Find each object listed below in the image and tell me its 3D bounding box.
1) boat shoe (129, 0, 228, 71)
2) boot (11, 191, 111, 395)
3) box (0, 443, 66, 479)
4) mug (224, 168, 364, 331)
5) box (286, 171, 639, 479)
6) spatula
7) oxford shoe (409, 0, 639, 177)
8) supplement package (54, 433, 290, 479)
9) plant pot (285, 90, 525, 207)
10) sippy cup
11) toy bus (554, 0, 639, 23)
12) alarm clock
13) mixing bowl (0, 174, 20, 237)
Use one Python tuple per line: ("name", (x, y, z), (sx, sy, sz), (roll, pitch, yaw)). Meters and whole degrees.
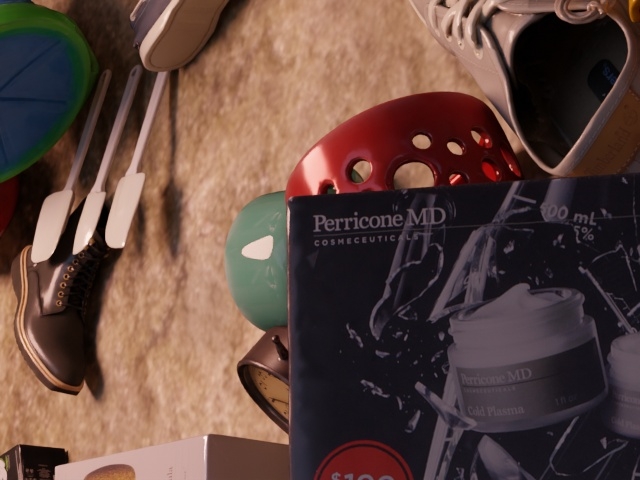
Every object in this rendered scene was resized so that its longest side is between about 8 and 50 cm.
("boat shoe", (-0.117, -0.280, 1.913), (0.254, 0.095, 0.079), (-52, 56, 40))
("boot", (-0.264, 0.052, 2.010), (0.137, 0.077, 0.198), (-43, 51, 28))
("box", (-0.319, 0.259, 2.020), (0.083, 0.062, 0.052), (-32, 58, 40))
("mug", (-0.006, 0.004, 1.664), (0.097, 0.129, 0.157), (-6, 86, 49))
("box", (0.157, 0.129, 1.272), (0.343, 0.179, 0.312), (-4, 72, 10))
("spatula", (-0.230, -0.093, 2.004), (0.168, 0.019, 0.242), (-13, 57, 48))
("oxford shoe", (0.162, -0.188, 1.527), (0.169, 0.130, 0.449), (-58, 42, 24))
("supplement package", (-0.128, 0.267, 1.735), (0.244, 0.134, 0.139), (-18, 66, 46))
("plant pot", (0.086, 0.003, 1.519), (0.191, 0.191, 0.174), (-42, 58, 35))
("sippy cup", (-0.403, -0.208, 2.026), (0.240, 0.305, 0.224), (-42, 61, 0))
("toy bus", (0.286, -0.221, 1.341), (0.202, 0.104, 0.191), (-42, 52, -12))
("alarm clock", (-0.011, 0.137, 1.655), (0.064, 0.129, 0.192), (-48, -3, -23))
("mixing bowl", (-0.417, -0.065, 2.174), (0.181, 0.098, 0.181), (13, 118, 26))
